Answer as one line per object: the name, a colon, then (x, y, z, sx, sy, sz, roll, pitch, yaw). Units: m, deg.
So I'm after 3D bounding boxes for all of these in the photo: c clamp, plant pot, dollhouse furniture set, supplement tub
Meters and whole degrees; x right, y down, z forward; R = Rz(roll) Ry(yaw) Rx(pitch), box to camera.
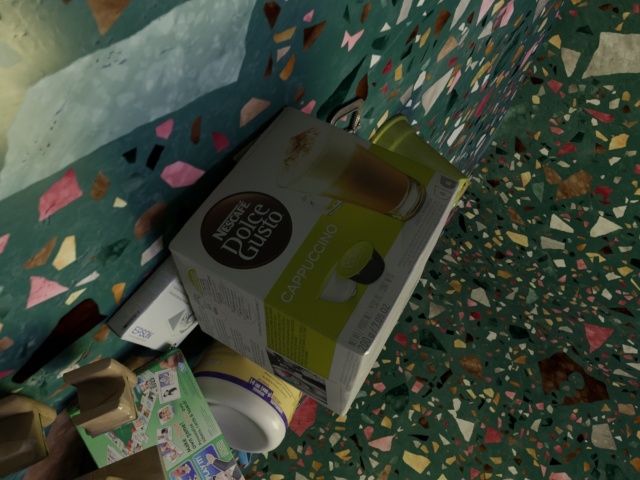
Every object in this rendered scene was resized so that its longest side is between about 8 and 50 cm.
c clamp: (0.052, -0.243, 1.154, 0.160, 0.022, 0.137, -35, 156, -48)
plant pot: (0.255, -0.163, 1.463, 0.276, 0.254, 0.276, -47, 163, -19)
dollhouse furniture set: (-0.396, 0.430, 0.746, 0.394, 0.362, 0.256, -21, 155, -9)
supplement tub: (-0.140, 0.280, 1.211, 0.241, 0.241, 0.331, 108, 7, -47)

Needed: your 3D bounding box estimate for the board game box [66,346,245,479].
board game box: (-0.293, 0.391, 0.983, 0.213, 0.317, 0.046, -28, -168, -27)

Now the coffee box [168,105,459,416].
coffee box: (-0.009, 0.042, 0.933, 0.338, 0.334, 0.338, -56, 165, -27)

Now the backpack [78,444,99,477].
backpack: (-0.400, 0.570, 1.143, 0.355, 0.290, 0.273, -51, -155, 47)

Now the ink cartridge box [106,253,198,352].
ink cartridge box: (-0.253, 0.100, 0.973, 0.224, 0.045, 0.223, -50, 164, -10)

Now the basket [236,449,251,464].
basket: (-0.200, 0.434, 1.424, 0.289, 0.201, 0.255, 94, 0, -49)
